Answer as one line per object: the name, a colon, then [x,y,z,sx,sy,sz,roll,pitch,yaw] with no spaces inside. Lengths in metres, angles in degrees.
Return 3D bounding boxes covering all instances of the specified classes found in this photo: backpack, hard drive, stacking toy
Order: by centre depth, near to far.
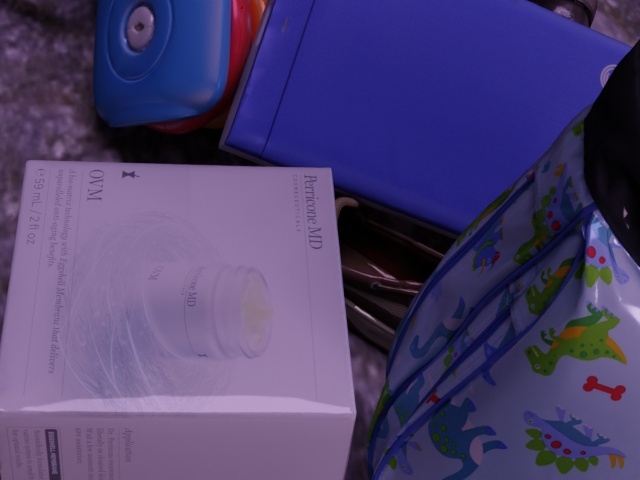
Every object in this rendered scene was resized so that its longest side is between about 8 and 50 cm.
backpack: [0.180,0.093,0.837,0.290,0.355,0.273,34,52,-18]
hard drive: [0.098,-0.119,1.064,0.319,0.040,0.210,20,80,-15]
stacking toy: [-0.049,-0.168,1.172,0.302,0.175,0.165,5,86,-46]

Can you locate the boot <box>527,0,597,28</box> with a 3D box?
boot: [0.143,-0.159,1.205,0.263,0.091,0.229,6,56,12]

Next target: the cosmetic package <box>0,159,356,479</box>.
cosmetic package: [-0.098,0.068,0.887,0.225,0.138,0.224,2,47,-8]

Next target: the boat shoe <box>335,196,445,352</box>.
boat shoe: [0.003,-0.005,1.050,0.257,0.095,0.095,27,44,6]
